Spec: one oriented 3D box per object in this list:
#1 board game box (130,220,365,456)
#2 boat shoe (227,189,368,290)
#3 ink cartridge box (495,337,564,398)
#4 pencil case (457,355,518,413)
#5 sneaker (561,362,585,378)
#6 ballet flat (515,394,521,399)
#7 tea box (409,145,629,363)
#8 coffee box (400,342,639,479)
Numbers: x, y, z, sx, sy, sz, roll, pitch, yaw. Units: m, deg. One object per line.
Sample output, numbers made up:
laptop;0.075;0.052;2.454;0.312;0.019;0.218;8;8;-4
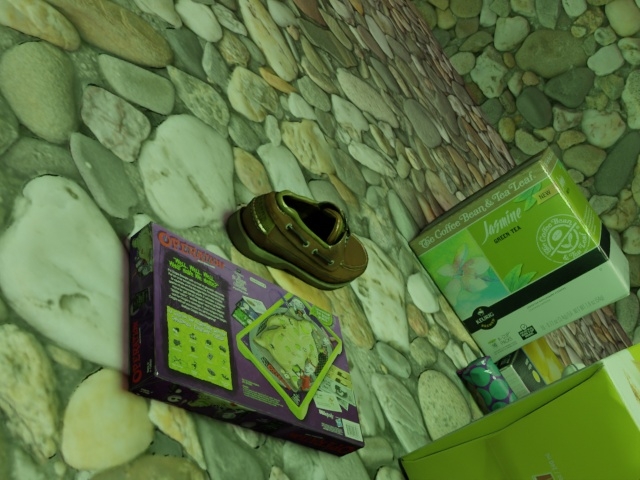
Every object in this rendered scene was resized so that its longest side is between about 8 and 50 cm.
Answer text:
board game box;-0.083;0.132;0.904;0.347;0.056;0.208;31;39;-41
boat shoe;0.000;0.000;1.126;0.307;0.104;0.110;15;47;-54
ink cartridge box;0.509;0.357;1.627;0.307;0.072;0.304;54;26;1
pencil case;0.331;0.295;1.389;0.151;0.070;0.064;58;12;5
sneaker;0.424;0.358;1.339;0.102;0.161;0.282;87;9;-66
ballet flat;0.466;0.430;1.414;0.107;0.106;0.315;50;18;-69
tea box;0.430;0.028;1.571;0.323;0.329;0.220;55;26;1
coffee box;0.387;0.383;1.076;0.334;0.338;0.337;6;55;-58
